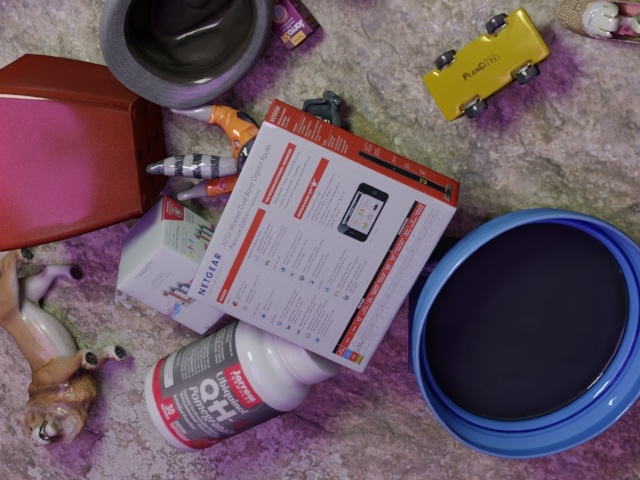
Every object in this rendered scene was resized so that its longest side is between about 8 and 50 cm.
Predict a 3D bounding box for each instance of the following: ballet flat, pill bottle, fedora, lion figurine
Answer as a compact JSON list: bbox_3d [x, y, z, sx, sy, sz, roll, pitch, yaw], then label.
[{"bbox_3d":[0.430,-0.306,1.648,0.206,0.067,0.073,8,114,17],"label":"ballet flat"},{"bbox_3d":[-0.126,0.223,1.988,0.318,0.176,0.176,-28,99,26],"label":"pill bottle"},{"bbox_3d":[-0.199,-0.348,1.791,0.243,0.124,0.275,25,122,-20],"label":"fedora"},{"bbox_3d":[-0.508,0.176,2.148,0.240,0.142,0.392,-29,85,34],"label":"lion figurine"}]

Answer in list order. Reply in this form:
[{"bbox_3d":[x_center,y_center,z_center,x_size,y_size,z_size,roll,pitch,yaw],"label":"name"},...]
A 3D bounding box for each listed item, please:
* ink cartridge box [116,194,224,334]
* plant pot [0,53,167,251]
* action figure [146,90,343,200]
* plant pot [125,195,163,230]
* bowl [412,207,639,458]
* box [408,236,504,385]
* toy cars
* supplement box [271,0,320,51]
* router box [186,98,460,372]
[{"bbox_3d":[-0.224,0.042,1.946,0.176,0.128,0.127,32,122,-28],"label":"ink cartridge box"},{"bbox_3d":[-0.385,-0.148,1.905,0.235,0.267,0.267,0,110,7],"label":"plant pot"},{"bbox_3d":[-0.091,-0.071,1.868,0.330,0.178,0.341,14,114,22],"label":"action figure"},{"bbox_3d":[-0.296,-0.024,2.015,0.083,0.083,0.079,4,123,18],"label":"plant pot"},{"bbox_3d":[0.319,0.136,1.760,0.391,0.077,0.391,-4,110,-11],"label":"bowl"},{"bbox_3d":[0.222,0.107,1.859,0.153,0.108,0.207,5,112,18],"label":"box"},{"bbox_3d":[0.271,-0.350,1.681,0.176,0.087,0.394,22,112,23],"label":"toy cars"},{"bbox_3d":[-0.049,-0.341,1.818,0.055,0.043,0.083,-38,95,27],"label":"supplement box"},{"bbox_3d":[0.000,0.000,1.756,0.301,0.082,0.335,25,122,-4],"label":"router box"}]
